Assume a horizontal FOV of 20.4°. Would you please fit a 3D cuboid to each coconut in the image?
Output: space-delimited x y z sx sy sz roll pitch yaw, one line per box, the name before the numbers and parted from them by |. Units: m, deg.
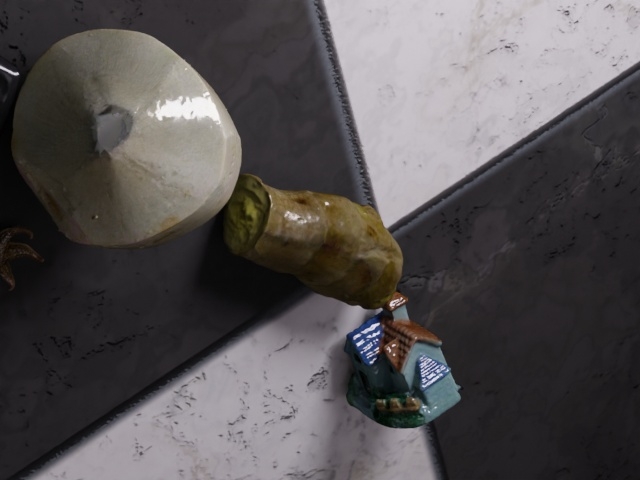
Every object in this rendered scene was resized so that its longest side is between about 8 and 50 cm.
coconut | -0.196 -0.098 1.774 0.241 0.241 0.241 -19 125 -30

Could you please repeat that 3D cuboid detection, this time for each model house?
model house | 0.091 0.140 2.227 0.119 0.148 0.148 -27 116 -19

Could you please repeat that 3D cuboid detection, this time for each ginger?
ginger | 0.000 0.000 2.088 0.263 0.116 0.109 24 57 -40

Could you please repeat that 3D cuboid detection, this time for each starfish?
starfish | -0.334 0.019 1.876 0.091 0.028 0.078 -7 124 -40

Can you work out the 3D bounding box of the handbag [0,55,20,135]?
handbag | -0.436 -0.101 1.679 0.275 0.088 0.244 14 107 -41
